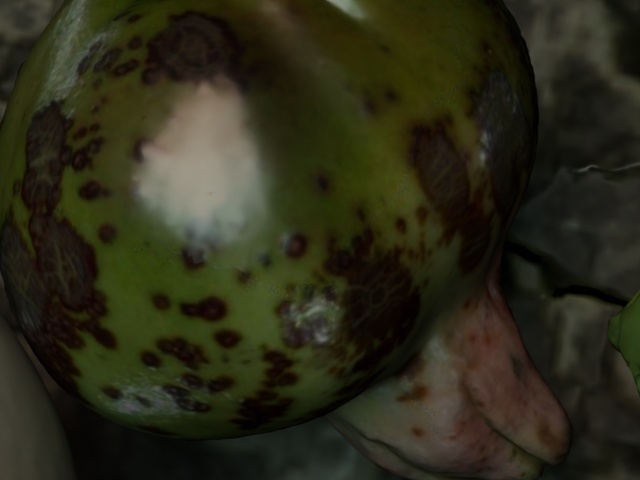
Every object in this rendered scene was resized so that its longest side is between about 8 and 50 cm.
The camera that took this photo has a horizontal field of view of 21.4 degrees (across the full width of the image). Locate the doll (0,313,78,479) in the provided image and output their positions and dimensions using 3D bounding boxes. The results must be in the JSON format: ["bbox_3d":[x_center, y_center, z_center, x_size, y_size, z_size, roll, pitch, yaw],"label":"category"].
[{"bbox_3d":[-0.177,0.059,0.388,0.251,0.221,0.221,-40,77,35],"label":"doll"}]

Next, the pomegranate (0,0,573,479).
[{"bbox_3d":[0.003,-0.007,0.395,0.163,0.125,0.138,36,54,2],"label":"pomegranate"}]

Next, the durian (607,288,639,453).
[{"bbox_3d":[0.204,0.028,0.336,0.255,0.204,0.340,-27,88,19],"label":"durian"}]
